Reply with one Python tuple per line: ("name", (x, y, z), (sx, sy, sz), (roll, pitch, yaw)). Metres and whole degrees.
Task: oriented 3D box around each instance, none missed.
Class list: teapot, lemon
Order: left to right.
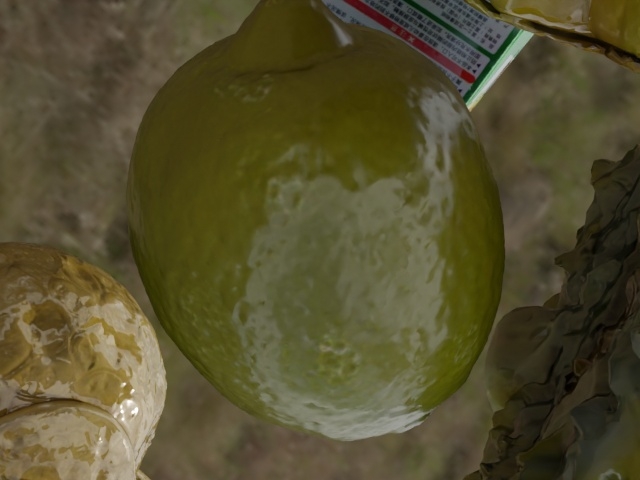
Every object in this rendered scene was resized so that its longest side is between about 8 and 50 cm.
("teapot", (-0.172, 0.122, 1.053), (0.203, 0.167, 0.311), (-41, 133, 3))
("lemon", (0.000, 0.000, 0.865), (0.184, 0.184, 0.248), (-41, 127, -37))

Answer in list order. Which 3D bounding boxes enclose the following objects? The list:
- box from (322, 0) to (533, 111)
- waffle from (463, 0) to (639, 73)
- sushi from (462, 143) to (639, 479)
("box", (0.058, -0.160, 1.474), (0.250, 0.180, 0.103), (-53, -169, 21))
("waffle", (0.179, -0.134, 0.680), (0.382, 0.379, 0.095), (-21, 129, -46))
("sushi", (0.249, 0.051, 0.975), (0.396, 0.240, 0.351), (-62, -177, -40))
